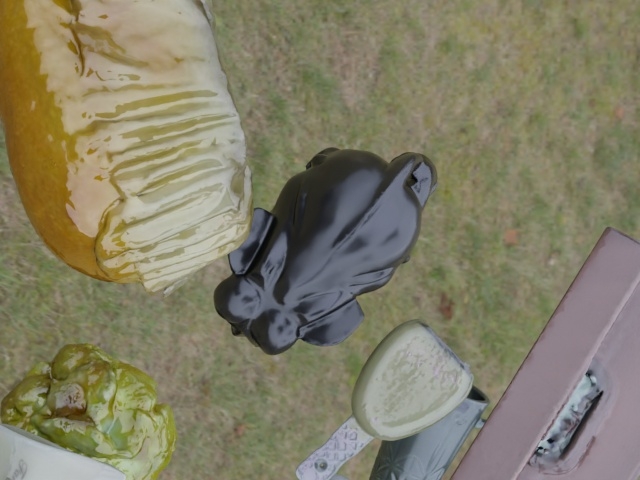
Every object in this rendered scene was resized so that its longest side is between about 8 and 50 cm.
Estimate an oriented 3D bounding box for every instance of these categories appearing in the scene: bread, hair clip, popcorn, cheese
[{"bbox_3d":[-0.179,-0.154,0.782,0.183,0.236,0.389,-15,66,-11],"label":"bread"},{"bbox_3d":[-0.457,0.352,1.378,0.172,0.282,0.113,-60,167,0],"label":"hair clip"},{"bbox_3d":[-0.393,0.318,1.528,0.282,0.282,0.247,-50,126,-27],"label":"popcorn"},{"bbox_3d":[0.054,0.165,0.891,0.192,0.097,0.037,-41,170,-9],"label":"cheese"}]

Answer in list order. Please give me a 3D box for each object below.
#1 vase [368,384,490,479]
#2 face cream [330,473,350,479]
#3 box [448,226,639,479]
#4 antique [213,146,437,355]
[{"bbox_3d":[0.187,0.369,1.651,0.301,0.251,0.156,-66,172,6],"label":"vase"},{"bbox_3d":[0.017,0.600,1.739,0.337,0.080,0.163,-67,144,-61],"label":"face cream"},{"bbox_3d":[0.162,0.123,0.598,0.215,0.086,0.215,-56,162,-7],"label":"box"},{"bbox_3d":[0.000,0.000,1.149,0.185,0.255,0.322,43,105,-9],"label":"antique"}]
